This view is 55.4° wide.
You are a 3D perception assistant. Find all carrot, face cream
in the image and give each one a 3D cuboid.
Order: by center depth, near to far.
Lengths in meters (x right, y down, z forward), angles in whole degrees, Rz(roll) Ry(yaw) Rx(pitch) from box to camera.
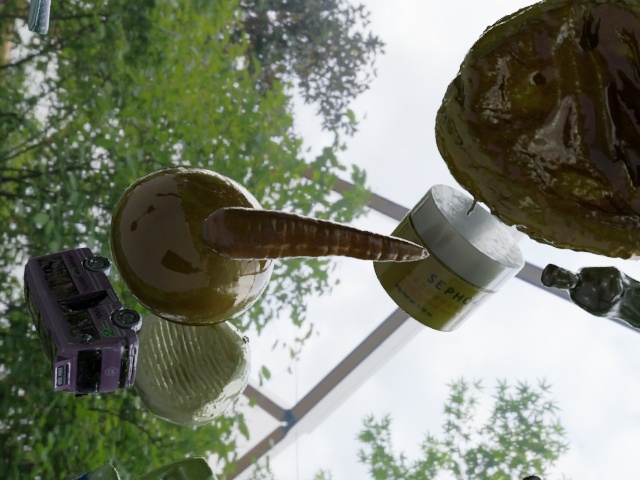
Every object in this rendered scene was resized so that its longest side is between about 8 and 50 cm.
[{"bbox_3d":[0.000,0.000,0.557,0.048,0.216,0.048,-175,-90,-77],"label":"carrot"},{"bbox_3d":[0.233,0.033,1.130,0.179,0.218,0.218,-51,-137,28],"label":"face cream"}]

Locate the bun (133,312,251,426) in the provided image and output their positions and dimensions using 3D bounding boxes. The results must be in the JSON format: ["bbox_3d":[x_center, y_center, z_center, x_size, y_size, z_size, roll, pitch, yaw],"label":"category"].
[{"bbox_3d":[-0.273,0.264,1.270,0.160,0.259,0.259,129,-41,-58],"label":"bun"}]

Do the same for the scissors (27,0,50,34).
[{"bbox_3d":[-0.401,-0.435,0.895,0.125,0.030,0.256,31,-66,38],"label":"scissors"}]

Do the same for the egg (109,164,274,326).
[{"bbox_3d":[-0.216,0.001,1.002,0.322,0.250,0.250,36,-69,42],"label":"egg"}]

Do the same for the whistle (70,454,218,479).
[{"bbox_3d":[-0.180,0.225,0.457,0.105,0.227,0.085,44,-45,32],"label":"whistle"}]

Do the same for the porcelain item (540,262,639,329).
[{"bbox_3d":[0.419,0.076,0.871,0.069,0.215,0.081,-107,-142,-82],"label":"porcelain item"}]

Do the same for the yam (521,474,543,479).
[{"bbox_3d":[0.324,0.389,0.745,0.046,0.264,0.046,-36,-166,11],"label":"yam"}]

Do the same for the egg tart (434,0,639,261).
[{"bbox_3d":[0.298,-0.126,0.722,0.339,0.153,0.351,-39,-116,-10],"label":"egg tart"}]

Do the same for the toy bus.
[{"bbox_3d":[-0.273,0.091,0.692,0.178,0.098,0.087,45,-50,38],"label":"toy bus"}]
